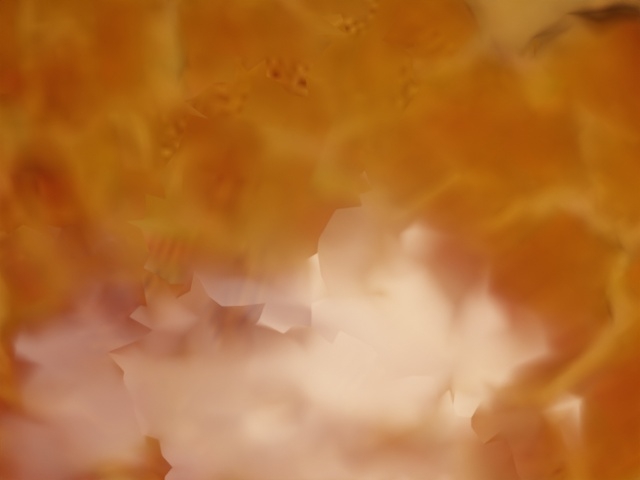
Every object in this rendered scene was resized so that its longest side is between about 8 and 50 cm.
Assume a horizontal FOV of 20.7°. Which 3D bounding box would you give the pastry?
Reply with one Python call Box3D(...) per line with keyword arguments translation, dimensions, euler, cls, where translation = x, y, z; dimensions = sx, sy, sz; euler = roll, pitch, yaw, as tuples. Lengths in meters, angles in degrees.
Box3D(translation=(0.000, 0.000, 0.554), dimensions=(0.388, 0.313, 0.388), euler=(13, 136, 13), cls="pastry")
